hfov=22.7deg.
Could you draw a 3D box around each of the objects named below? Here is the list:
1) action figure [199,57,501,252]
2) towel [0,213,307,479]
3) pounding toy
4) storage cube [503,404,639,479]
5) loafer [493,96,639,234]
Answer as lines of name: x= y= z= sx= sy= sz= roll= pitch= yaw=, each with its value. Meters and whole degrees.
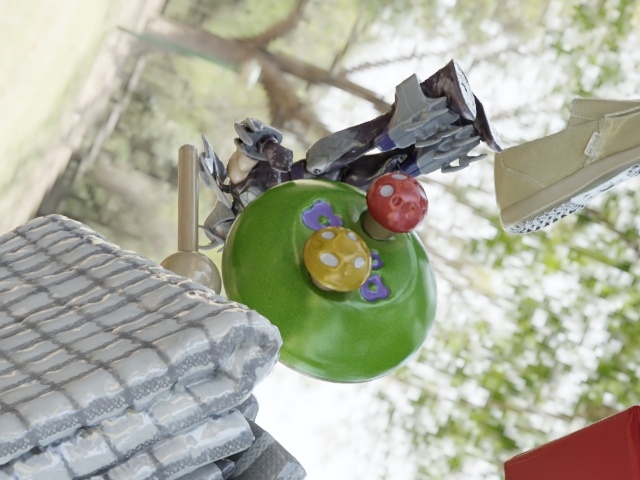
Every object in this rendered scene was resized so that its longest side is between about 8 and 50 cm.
action figure: x=0.010 y=-0.059 z=1.391 sx=0.285 sy=0.185 sz=0.099 roll=-27 pitch=-132 yaw=14
towel: x=-0.166 y=0.105 z=0.596 sx=0.235 sy=0.283 sz=0.121 roll=20 pitch=-50 yaw=58
pounding toy: x=0.000 y=0.000 z=1.244 sx=0.110 sy=0.236 sz=0.183 roll=125 pitch=-22 yaw=-51
storage cube: x=0.284 y=0.255 z=1.299 sx=0.215 sy=0.183 sz=0.193 roll=-38 pitch=-130 yaw=53
loafer: x=0.278 y=-0.102 z=1.515 sx=0.268 sy=0.092 sz=0.102 roll=-28 pitch=169 yaw=9
